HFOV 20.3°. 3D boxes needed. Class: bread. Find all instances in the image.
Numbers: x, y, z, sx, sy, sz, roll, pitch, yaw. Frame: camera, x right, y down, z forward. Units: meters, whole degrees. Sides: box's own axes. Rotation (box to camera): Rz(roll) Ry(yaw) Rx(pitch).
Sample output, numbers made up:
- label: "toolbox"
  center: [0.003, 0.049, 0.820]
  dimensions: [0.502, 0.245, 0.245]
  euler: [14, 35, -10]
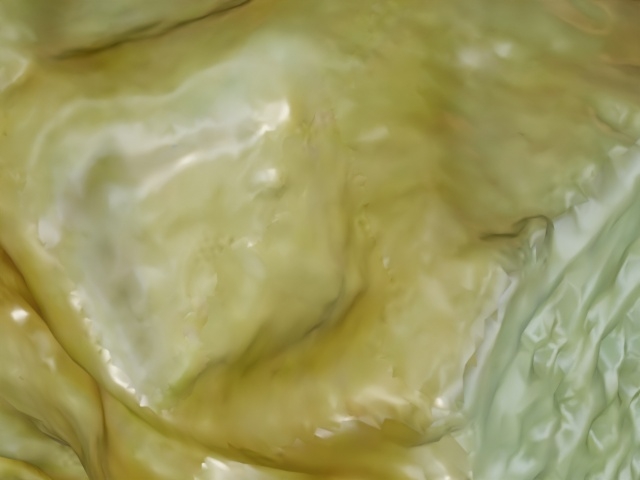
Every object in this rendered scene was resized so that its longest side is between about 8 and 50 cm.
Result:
- label: "bread"
  center: [-0.004, 0.001, 0.466]
  dimensions: [0.196, 0.252, 0.238]
  euler: [-51, 142, -21]
